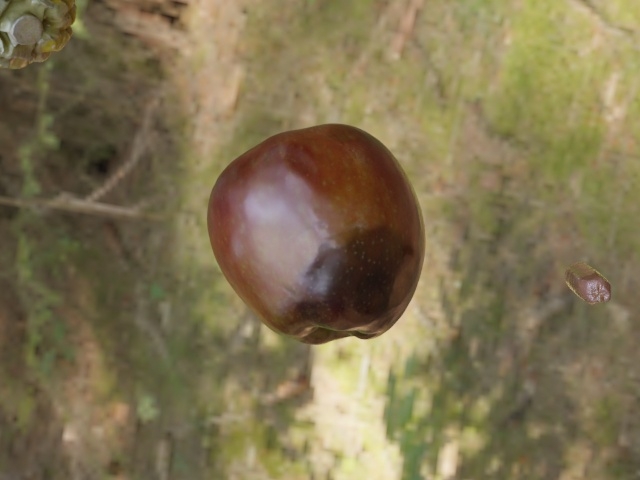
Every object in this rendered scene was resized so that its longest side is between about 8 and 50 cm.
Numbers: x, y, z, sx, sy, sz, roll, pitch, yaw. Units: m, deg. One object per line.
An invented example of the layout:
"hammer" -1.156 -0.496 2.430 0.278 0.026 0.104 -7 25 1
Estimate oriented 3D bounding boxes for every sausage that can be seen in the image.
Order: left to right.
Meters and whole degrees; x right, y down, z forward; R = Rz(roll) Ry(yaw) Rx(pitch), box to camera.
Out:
"sausage" 0.273 0.043 1.737 0.147 0.035 0.030 -96 -13 -86

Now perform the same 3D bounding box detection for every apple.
"apple" 0.000 0.000 1.706 0.230 0.230 0.230 -170 90 -70

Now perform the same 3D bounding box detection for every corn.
"corn" -0.355 -0.302 1.819 0.387 0.144 0.144 56 133 54
